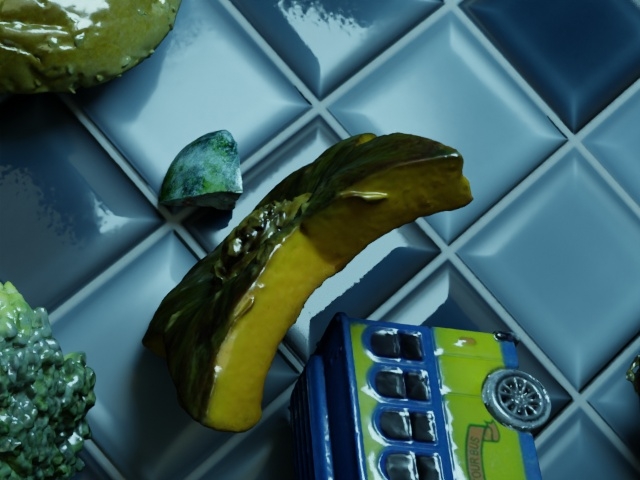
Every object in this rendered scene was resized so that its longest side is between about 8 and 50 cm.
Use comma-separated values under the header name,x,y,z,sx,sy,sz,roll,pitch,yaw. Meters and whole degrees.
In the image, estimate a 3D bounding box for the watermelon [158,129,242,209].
name,x,y,z,sx,sy,sz,roll,pitch,yaw
watermelon,-0.086,-0.052,1.094,0.085,0.085,0.061,-45,128,-21

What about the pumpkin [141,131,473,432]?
name,x,y,z,sx,sy,sz,roll,pitch,yaw
pumpkin,-0.019,0.011,0.992,0.258,0.290,0.095,-42,100,-5

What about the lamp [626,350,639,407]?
name,x,y,z,sx,sy,sz,roll,pitch,yaw
lamp,0.360,0.108,1.058,0.227,0.227,0.227,4,73,-13

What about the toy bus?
name,x,y,z,sx,sy,sz,roll,pitch,yaw
toy bus,0.074,0.206,0.947,0.175,0.138,0.288,8,49,-16

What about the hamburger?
name,x,y,z,sx,sy,sz,roll,pitch,yaw
hamburger,-0.252,-0.209,1.051,0.309,0.132,0.211,6,70,-13

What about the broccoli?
name,x,y,z,sx,sy,sz,roll,pitch,yaw
broccoli,-0.302,0.109,0.919,0.243,0.263,0.247,40,99,30
